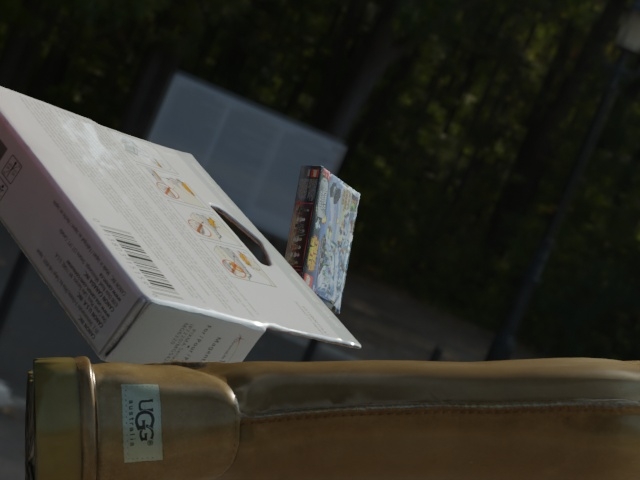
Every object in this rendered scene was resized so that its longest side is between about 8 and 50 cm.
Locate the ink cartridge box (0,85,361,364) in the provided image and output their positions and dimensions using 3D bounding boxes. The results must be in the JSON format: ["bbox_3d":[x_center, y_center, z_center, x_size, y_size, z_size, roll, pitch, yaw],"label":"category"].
[{"bbox_3d":[-0.129,0.001,1.121,0.239,0.060,0.275,19,23,-50],"label":"ink cartridge box"}]

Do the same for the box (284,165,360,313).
[{"bbox_3d":[0.000,0.000,1.551,0.027,0.137,0.094,3,-16,29],"label":"box"}]

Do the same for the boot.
[{"bbox_3d":[-0.004,0.102,0.706,0.269,0.089,0.236,0,-8,-13],"label":"boot"}]
